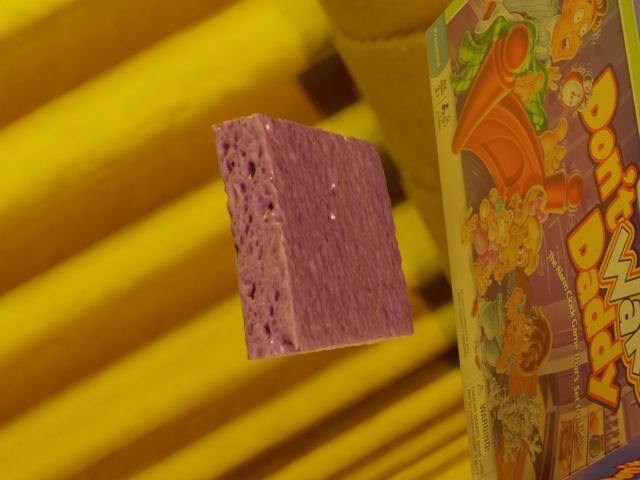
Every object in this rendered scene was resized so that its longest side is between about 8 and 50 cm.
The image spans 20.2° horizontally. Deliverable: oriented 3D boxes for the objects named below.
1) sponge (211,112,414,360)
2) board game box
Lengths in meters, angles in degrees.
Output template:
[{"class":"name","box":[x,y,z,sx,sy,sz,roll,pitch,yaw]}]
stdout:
[{"class":"sponge","box":[0.000,0.000,0.950,0.210,0.031,0.117,3,-104,-72]},{"class":"board game box","box":[0.162,-0.026,1.062,0.233,0.078,0.347,135,137,-55]}]
